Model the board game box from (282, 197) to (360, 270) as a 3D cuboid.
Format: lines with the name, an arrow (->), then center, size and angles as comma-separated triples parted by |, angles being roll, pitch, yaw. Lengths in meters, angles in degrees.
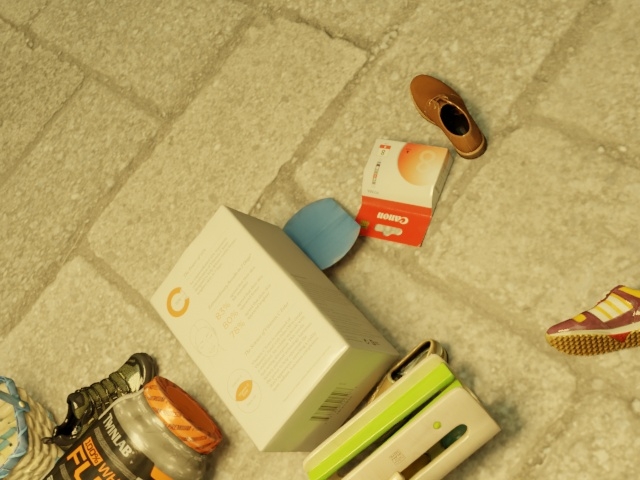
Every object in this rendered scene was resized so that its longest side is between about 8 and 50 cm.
board game box -> 0.000, 0.000, 1.467 | 0.133, 0.033, 0.168 | -41, 42, -3

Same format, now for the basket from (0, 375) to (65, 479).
basket -> -0.618, 0.359, 1.436 | 0.255, 0.289, 0.201 | -38, 55, 3

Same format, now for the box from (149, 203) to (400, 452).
box -> -0.081, 0.140, 1.323 | 0.215, 0.168, 0.345 | -51, 57, 12

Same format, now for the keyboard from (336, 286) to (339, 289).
keyboard -> -0.045, 0.103, 1.448 | 0.192, 0.038, 0.100 | 0, 86, 27

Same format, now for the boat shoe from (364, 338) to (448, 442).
boat shoe -> 0.117, 0.226, 1.273 | 0.068, 0.072, 0.190 | 33, 83, 34

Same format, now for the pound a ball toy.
pound a ball toy -> 0.109, 0.339, 1.162 | 0.319, 0.135, 0.208 | -41, 19, 2

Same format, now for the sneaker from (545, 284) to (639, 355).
sneaker -> 0.418, 0.111, 1.193 | 0.186, 0.069, 0.083 | -10, 53, 15

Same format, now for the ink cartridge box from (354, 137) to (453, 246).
ink cartridge box -> 0.135, -0.088, 1.442 | 0.145, 0.045, 0.179 | 13, 69, 31

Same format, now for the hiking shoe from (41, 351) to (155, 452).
hiking shoe -> -0.388, 0.290, 1.465 | 0.086, 0.114, 0.227 | 34, 83, 34

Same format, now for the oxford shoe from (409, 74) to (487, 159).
oxford shoe -> 0.219, -0.237, 1.457 | 0.076, 0.076, 0.212 | -39, 53, 6

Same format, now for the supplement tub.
supplement tub -> -0.322, 0.385, 1.337 | 0.316, 0.193, 0.193 | -47, 55, -2
